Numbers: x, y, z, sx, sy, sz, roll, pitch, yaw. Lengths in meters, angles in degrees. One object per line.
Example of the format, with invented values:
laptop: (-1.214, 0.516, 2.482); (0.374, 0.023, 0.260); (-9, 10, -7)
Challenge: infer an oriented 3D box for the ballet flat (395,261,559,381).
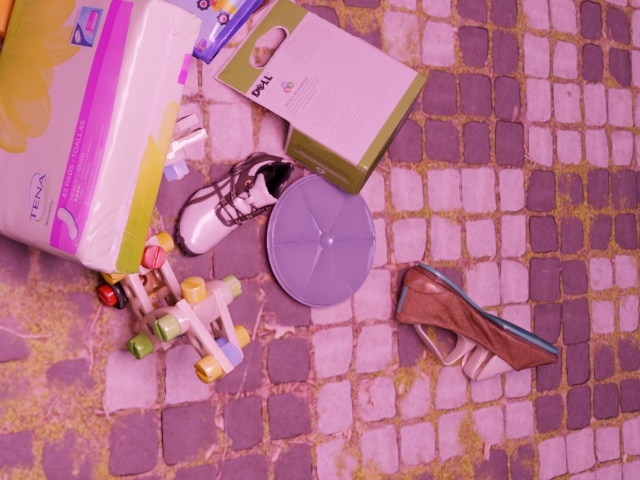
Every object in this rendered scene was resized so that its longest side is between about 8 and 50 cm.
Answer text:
ballet flat: (0.251, 0.160, 1.531); (0.342, 0.116, 0.124); (31, 91, -32)

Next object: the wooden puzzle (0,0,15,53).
wooden puzzle: (-0.372, -0.320, 1.049); (0.221, 0.044, 0.238); (38, 66, -64)

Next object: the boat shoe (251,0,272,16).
boat shoe: (-0.100, -0.358, 1.303); (0.073, 0.073, 0.207); (42, 62, 18)

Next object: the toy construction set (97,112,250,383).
toy construction set: (-0.200, 0.009, 1.123); (0.151, 0.215, 0.327); (-16, 98, -36)

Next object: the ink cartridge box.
ink cartridge box: (-0.003, -0.217, 1.362); (0.255, 0.097, 0.188); (31, 67, 5)

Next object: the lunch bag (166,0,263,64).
lunch bag: (-0.160, -0.381, 1.184); (0.221, 0.138, 0.293); (38, 71, -5)

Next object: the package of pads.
package of pads: (-0.276, -0.132, 1.035); (0.101, 0.229, 0.296); (12, 94, -56)

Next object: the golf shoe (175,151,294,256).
golf shoe: (-0.116, -0.055, 1.265); (0.198, 0.094, 0.077); (-49, 117, -25)

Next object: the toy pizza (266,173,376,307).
toy pizza: (0.000, 0.000, 1.386); (0.201, 0.032, 0.201); (0, 90, -36)
